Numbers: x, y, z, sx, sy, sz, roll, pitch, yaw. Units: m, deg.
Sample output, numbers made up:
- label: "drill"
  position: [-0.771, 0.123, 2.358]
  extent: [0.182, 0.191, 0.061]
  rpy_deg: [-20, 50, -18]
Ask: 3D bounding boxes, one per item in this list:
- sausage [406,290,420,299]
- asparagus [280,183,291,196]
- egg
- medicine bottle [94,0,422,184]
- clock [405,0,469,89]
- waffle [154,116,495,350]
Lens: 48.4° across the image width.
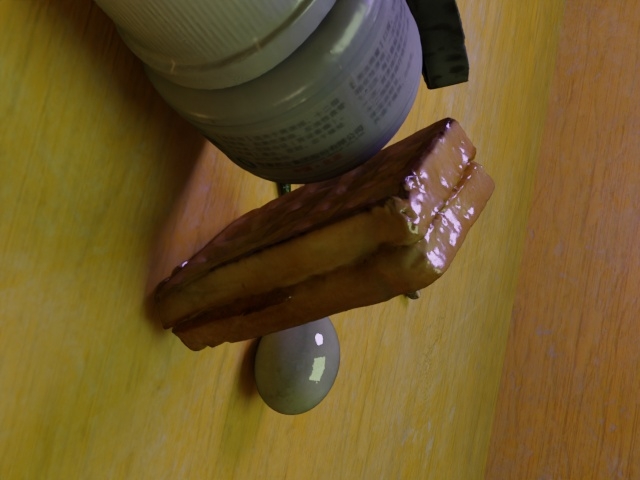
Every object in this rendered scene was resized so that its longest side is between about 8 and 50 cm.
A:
- label: "sausage"
  position: [0.163, 0.055, 1.424]
  extent: [0.033, 0.032, 0.269]
  rpy_deg: [-69, 152, -24]
- label: "asparagus"
  position: [-0.044, -0.016, 0.992]
  extent: [0.022, 0.023, 0.233]
  rpy_deg: [-10, 113, -16]
- label: "egg"
  position: [-0.031, 0.159, 0.963]
  extent: [0.114, 0.114, 0.152]
  rpy_deg: [53, 45, -56]
- label: "medicine bottle"
  position: [-0.055, -0.213, 0.652]
  extent: [0.306, 0.245, 0.245]
  rpy_deg: [42, 60, -59]
- label: "clock"
  position: [0.145, -0.383, 1.056]
  extent: [0.325, 0.067, 0.325]
  rpy_deg: [-18, 90, -81]
- label: "waffle"
  position: [0.000, 0.000, 0.741]
  extent: [0.098, 0.327, 0.224]
  rpy_deg: [59, 36, -12]
